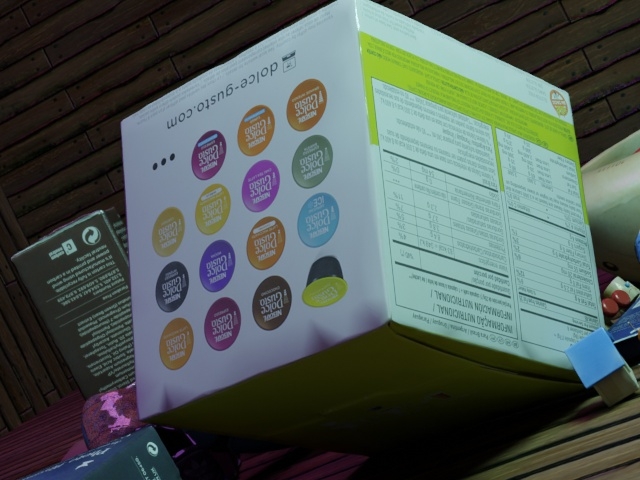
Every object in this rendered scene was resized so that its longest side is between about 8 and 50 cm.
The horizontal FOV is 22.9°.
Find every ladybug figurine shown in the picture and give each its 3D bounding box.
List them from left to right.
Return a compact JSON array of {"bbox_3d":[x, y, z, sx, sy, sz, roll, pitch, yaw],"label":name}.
[{"bbox_3d":[0.463,-0.069,1.990,0.305,0.162,0.449,-24,5,41],"label":"ladybug figurine"}]

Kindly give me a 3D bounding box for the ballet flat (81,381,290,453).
[{"bbox_3d":[-0.132,0.201,1.907,0.348,0.123,0.123,-8,-8,-37],"label":"ballet flat"}]

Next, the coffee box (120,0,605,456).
[{"bbox_3d":[0.041,0.010,1.587,0.337,0.334,0.338,-24,-28,39],"label":"coffee box"}]

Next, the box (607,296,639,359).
[{"bbox_3d":[0.376,0.069,1.630,0.136,0.036,0.225,-24,3,34],"label":"box"}]

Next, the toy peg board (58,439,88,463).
[{"bbox_3d":[-0.323,0.354,2.295,0.161,0.079,0.160,-24,20,37],"label":"toy peg board"}]

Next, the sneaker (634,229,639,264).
[{"bbox_3d":[0.424,-0.003,1.459,0.330,0.130,0.147,-8,21,46],"label":"sneaker"}]

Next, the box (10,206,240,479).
[{"bbox_3d":[-0.248,0.153,2.060,0.143,0.381,0.191,-29,3,-1],"label":"box"}]

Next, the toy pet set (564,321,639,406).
[{"bbox_3d":[0.290,0.092,1.467,0.114,0.065,0.122,-34,18,12],"label":"toy pet set"}]

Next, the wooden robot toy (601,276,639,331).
[{"bbox_3d":[0.290,0.068,1.721,0.173,0.079,0.076,-30,-26,-45],"label":"wooden robot toy"}]

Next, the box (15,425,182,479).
[{"bbox_3d":[-0.288,0.332,1.404,0.296,0.183,0.294,-25,5,28],"label":"box"}]

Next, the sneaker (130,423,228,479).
[{"bbox_3d":[-0.171,0.268,1.739,0.102,0.146,0.293,-28,4,-28],"label":"sneaker"}]
